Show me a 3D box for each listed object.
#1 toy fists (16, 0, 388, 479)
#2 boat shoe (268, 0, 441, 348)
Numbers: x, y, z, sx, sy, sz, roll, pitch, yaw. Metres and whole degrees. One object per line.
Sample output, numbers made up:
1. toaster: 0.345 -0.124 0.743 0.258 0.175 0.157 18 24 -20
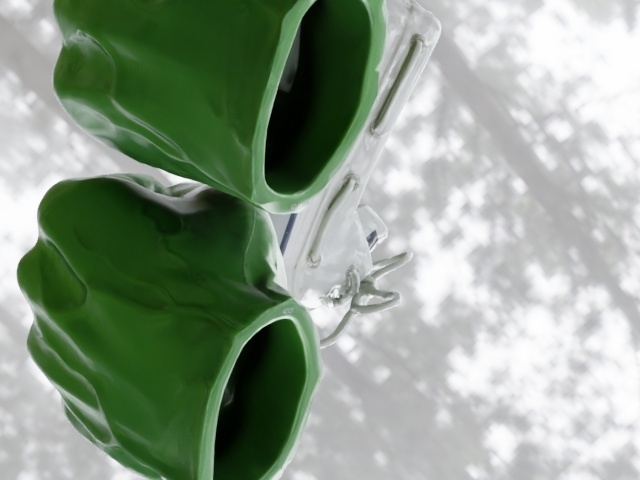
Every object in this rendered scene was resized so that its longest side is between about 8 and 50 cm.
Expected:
1. toy fists: -0.058 -0.023 0.820 0.142 0.096 0.279 29 -59 33
2. boat shoe: -0.003 -0.002 1.299 0.136 0.156 0.367 4 -107 68
